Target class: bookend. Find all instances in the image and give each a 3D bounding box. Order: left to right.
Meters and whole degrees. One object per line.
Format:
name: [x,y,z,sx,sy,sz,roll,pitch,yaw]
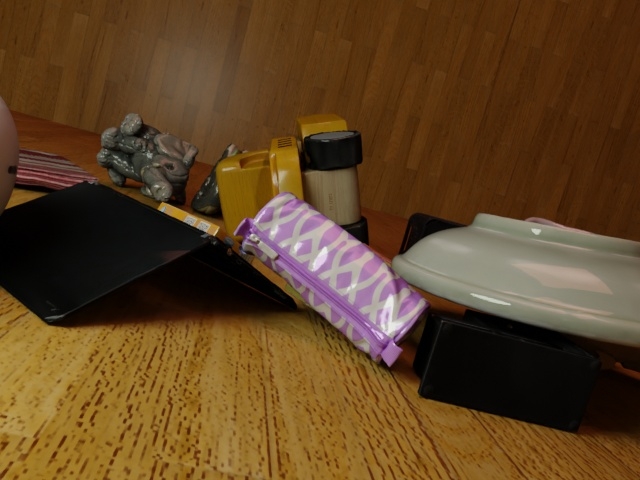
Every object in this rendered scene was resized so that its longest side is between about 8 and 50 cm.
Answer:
bookend: [0.163,0.110,0.569,0.156,0.072,0.157,15,8,-7]

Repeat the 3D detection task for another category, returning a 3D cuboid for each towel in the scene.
towel: [-0.554,-0.137,0.987,0.237,0.037,0.329,7,10,-37]

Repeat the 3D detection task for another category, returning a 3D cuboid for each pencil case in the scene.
pencil case: [0.011,0.034,0.564,0.206,0.086,0.088,37,19,15]

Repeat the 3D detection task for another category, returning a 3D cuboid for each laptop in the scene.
laptop: [-0.198,0.033,0.598,0.234,0.137,0.264,23,-15,36]

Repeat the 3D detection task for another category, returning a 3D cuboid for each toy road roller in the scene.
toy road roller: [-0.052,-0.102,0.998,0.240,0.203,0.329,-6,19,-2]

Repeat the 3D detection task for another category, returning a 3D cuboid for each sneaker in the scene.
sneaker: [-0.156,-0.111,1.279,0.182,0.158,0.410,33,13,-1]

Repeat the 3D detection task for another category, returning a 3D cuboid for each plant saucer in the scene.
plant saucer: [0.293,0.033,0.701,0.400,0.101,0.400,10,6,-1]

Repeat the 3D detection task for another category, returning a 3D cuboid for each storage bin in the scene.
storage bin: [0.276,0.020,1.218,0.180,0.122,0.084,13,8,-18]

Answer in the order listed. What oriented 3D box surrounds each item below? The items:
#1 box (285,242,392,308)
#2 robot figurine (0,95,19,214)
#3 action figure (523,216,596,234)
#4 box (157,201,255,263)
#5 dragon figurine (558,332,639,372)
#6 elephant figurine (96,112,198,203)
box: [0.044,0.051,0.723,0.087,0.058,0.232,34,12,17]
robot figurine: [-0.392,-0.079,0.435,0.278,0.173,0.209,9,46,-40]
action figure: [0.553,0.048,0.989,0.370,0.276,0.248,-10,20,16]
box: [-0.156,-0.007,0.723,0.136,0.028,0.081,24,-14,37]
dragon figurine: [0.421,0.143,0.800,0.289,0.085,0.144,14,9,-5]
elephant figurine: [-0.332,-0.144,1.166,0.239,0.186,0.169,30,-31,20]
